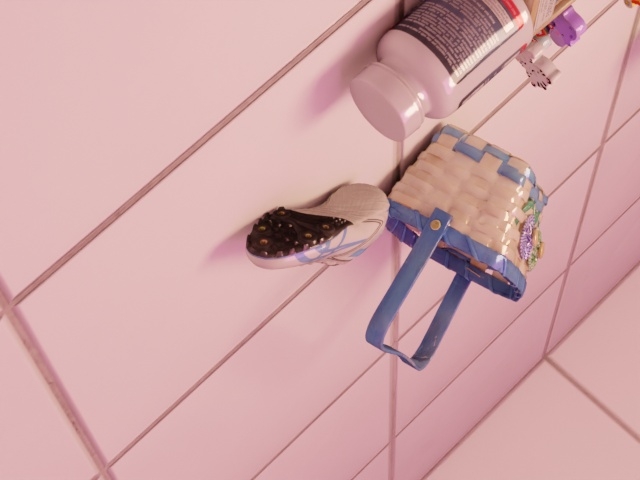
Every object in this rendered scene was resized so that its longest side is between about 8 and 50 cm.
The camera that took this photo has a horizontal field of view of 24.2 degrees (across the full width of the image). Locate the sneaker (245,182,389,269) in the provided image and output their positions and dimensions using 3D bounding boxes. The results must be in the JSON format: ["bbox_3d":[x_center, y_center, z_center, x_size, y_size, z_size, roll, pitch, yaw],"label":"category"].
[{"bbox_3d":[0.000,0.000,1.651,0.237,0.085,0.086,-22,130,-53],"label":"sneaker"}]

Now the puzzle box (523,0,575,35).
[{"bbox_3d":[0.297,-0.390,1.436,0.272,0.052,0.409,-41,162,-17],"label":"puzzle box"}]

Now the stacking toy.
[{"bbox_3d":[0.255,-0.231,1.670,0.167,0.052,0.221,-40,-166,-16],"label":"stacking toy"}]

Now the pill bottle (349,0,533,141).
[{"bbox_3d":[0.120,-0.188,1.520,0.180,0.108,0.108,-42,160,-17],"label":"pill bottle"}]

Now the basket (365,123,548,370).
[{"bbox_3d":[0.159,0.020,1.860,0.289,0.201,0.255,-58,162,0],"label":"basket"}]
